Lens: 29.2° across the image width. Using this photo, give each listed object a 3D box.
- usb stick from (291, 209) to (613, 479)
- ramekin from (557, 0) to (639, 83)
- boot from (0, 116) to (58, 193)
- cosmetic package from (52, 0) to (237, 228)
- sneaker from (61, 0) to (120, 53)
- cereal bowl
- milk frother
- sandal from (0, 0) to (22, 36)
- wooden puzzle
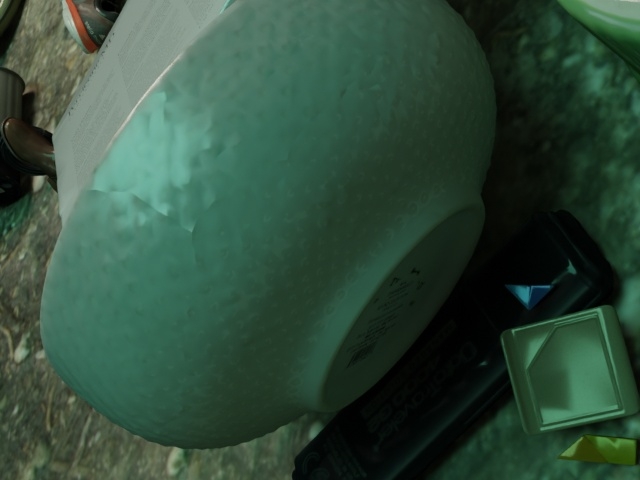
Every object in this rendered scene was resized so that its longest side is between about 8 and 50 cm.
[{"bbox_3d":[0.082,0.093,0.825,0.278,0.045,0.077,-48,54,22],"label":"usb stick"},{"bbox_3d":[0.256,-0.214,0.680,0.303,0.148,0.303,-18,63,41],"label":"ramekin"},{"bbox_3d":[-0.243,-0.091,1.189,0.114,0.106,0.037,-12,41,46],"label":"boot"},{"bbox_3d":[-0.070,-0.166,0.911,0.377,0.097,0.284,-57,27,15],"label":"cosmetic package"},{"bbox_3d":[-0.238,-0.258,1.285,0.065,0.061,0.158,-27,54,5],"label":"sneaker"},{"bbox_3d":[0.000,0.000,0.761,0.141,0.339,0.339,37,104,18],"label":"cereal bowl"},{"bbox_3d":[-0.332,-0.122,1.304,0.143,0.129,0.134,-4,67,-1],"label":"milk frother"},{"bbox_3d":[-0.393,-0.352,1.440,0.120,0.086,0.302,14,86,47],"label":"sandal"},{"bbox_3d":[0.152,0.080,0.749,0.079,0.014,0.116,-9,85,21],"label":"wooden puzzle"}]
